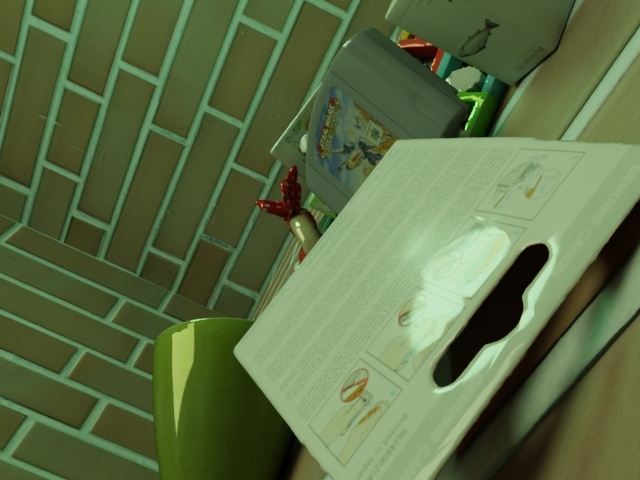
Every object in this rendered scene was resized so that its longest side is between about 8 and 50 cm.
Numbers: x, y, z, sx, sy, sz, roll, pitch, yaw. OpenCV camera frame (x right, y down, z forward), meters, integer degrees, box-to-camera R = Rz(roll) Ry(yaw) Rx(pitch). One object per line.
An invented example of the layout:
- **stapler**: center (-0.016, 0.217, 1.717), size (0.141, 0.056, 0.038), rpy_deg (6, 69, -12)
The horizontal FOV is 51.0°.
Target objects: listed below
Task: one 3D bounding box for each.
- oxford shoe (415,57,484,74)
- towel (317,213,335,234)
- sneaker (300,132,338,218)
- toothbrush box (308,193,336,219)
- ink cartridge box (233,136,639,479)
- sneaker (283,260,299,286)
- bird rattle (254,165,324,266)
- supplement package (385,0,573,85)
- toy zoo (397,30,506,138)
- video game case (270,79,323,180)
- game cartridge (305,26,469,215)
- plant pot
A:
- **oxford shoe**: center (0.179, -0.251, 1.003), size (0.363, 0.130, 0.133), rpy_deg (-66, 12, -15)
- **towel**: center (0.000, 0.000, 1.948), size (0.370, 0.040, 0.271), rpy_deg (121, 173, -56)
- **sneaker**: center (0.042, -0.075, 1.150), size (0.094, 0.235, 0.153), rpy_deg (-31, -33, -42)
- **toothbrush box**: center (0.098, -0.201, 1.505), size (0.283, 0.122, 0.206), rpy_deg (121, 172, -49)
- **ink cartridge box**: center (0.088, 0.051, 0.588), size (0.308, 0.091, 0.385), rpy_deg (-51, 22, -7)
- **sneaker**: center (-0.035, 0.100, 1.511), size (0.252, 0.103, 0.111), rpy_deg (-83, 18, -70)
- **bird rattle**: center (-0.002, 0.004, 1.169), size (0.143, 0.253, 0.207), rpy_deg (-28, 37, -5)
- **supplement package**: center (0.185, -0.280, 0.777), size (0.105, 0.179, 0.105), rpy_deg (-66, 6, -16)
- **toy zoo**: center (0.184, -0.264, 0.921), size (0.192, 0.030, 0.293), rpy_deg (12, 76, 46)
- **video game case**: center (0.055, -0.185, 1.219), size (0.227, 0.206, 0.026), rpy_deg (-55, 10, -13)
- **game cartridge**: center (0.070, -0.125, 0.914), size (0.062, 0.198, 0.297), rpy_deg (-39, -20, -34)
- **plant pot**: center (-0.158, 0.320, 1.102), size (0.274, 0.275, 0.293), rpy_deg (122, 155, -50)
